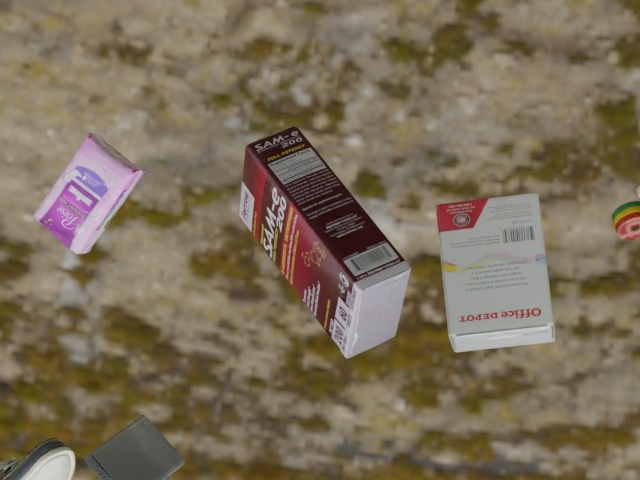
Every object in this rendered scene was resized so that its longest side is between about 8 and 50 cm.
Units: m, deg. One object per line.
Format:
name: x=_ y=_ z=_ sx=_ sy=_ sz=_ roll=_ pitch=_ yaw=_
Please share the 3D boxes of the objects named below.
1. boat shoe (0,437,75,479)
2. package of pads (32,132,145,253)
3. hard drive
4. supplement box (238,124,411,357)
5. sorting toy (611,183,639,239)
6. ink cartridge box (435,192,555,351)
boat shoe: x=-0.400 y=0.332 z=2.195 sx=0.095 sy=0.079 sz=0.254 roll=-6 pitch=143 yaw=-36
package of pads: x=-0.177 y=-0.036 z=1.269 sx=0.050 sy=0.083 sz=0.032 roll=38 pitch=-168 yaw=9
hard drive: x=-0.265 y=0.315 z=2.375 sx=0.094 sy=0.135 sz=0.022 roll=48 pitch=125 yaw=6
supplement box: x=0.000 y=0.000 z=1.878 sx=0.073 sy=0.239 sz=0.130 roll=-23 pitch=146 yaw=-24
sorting toy: x=0.452 y=-0.075 z=1.860 sx=0.132 sy=0.046 sz=0.274 roll=8 pitch=141 yaw=-26
ink cartridge box: x=0.213 y=0.041 z=2.029 sx=0.127 sy=0.175 sz=0.072 roll=-6 pitch=158 yaw=7
